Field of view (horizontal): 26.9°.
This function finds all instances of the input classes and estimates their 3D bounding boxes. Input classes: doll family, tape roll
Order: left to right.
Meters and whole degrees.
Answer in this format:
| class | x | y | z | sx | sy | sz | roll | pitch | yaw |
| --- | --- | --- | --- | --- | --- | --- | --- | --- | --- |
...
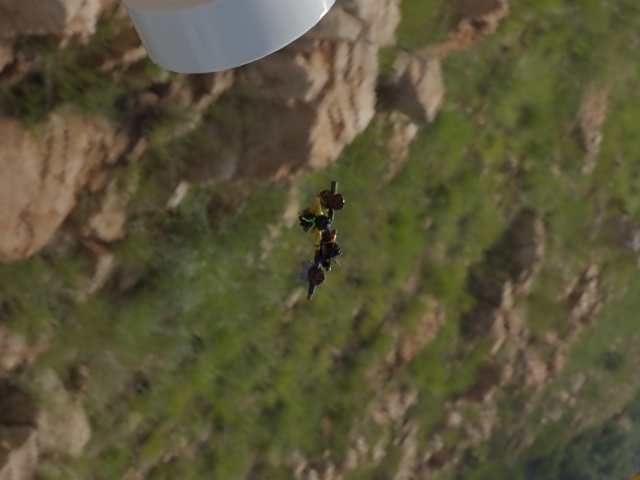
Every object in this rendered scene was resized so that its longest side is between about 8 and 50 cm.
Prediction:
| class | x | y | z | sx | sy | sz | roll | pitch | yaw |
| --- | --- | --- | --- | --- | --- | --- | --- | --- | --- |
| tape roll | -0.118 | -0.343 | 1.753 | 0.286 | 0.286 | 0.100 | -46 | 132 | -26 |
| doll family | 0.000 | 0.000 | 2.187 | 0.076 | 0.111 | 0.193 | -5 | 97 | -17 |

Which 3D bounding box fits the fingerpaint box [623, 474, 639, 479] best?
| class | x | y | z | sx | sy | sz | roll | pitch | yaw |
| --- | --- | --- | --- | --- | --- | --- | --- | --- | --- |
| fingerpaint box | 0.265 | 0.293 | 0.909 | 0.444 | 0.163 | 0.371 | -18 | 142 | -9 |
